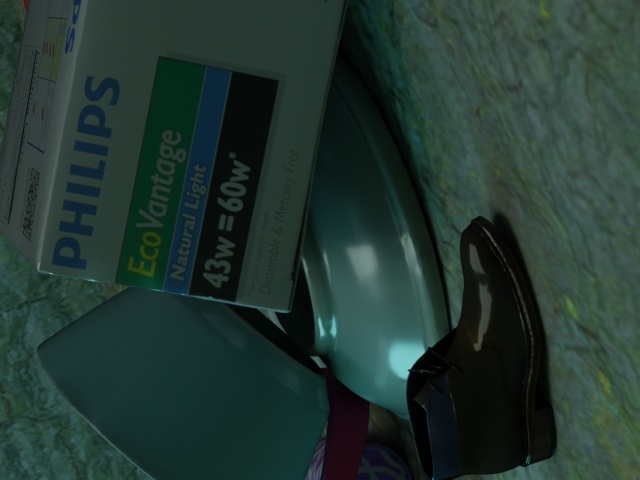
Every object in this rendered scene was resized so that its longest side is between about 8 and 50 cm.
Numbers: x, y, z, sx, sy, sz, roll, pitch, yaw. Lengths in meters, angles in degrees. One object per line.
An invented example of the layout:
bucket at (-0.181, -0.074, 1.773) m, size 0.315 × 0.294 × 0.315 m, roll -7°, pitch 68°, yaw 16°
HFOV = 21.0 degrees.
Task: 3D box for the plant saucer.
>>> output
plant saucer at (0.000, 0.000, 1.707) m, size 0.400 × 0.100 × 0.400 m, roll 162°, pitch 90°, yaw -76°

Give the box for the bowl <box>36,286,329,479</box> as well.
bowl at (-0.111, 0.143, 1.724) m, size 0.311 × 0.163 × 0.311 m, roll 40°, pitch -177°, yaw -2°

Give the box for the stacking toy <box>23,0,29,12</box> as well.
stacking toy at (-0.265, -0.175, 2.078) m, size 0.309 × 0.130 × 0.279 m, roll 63°, pitch 154°, yaw 27°

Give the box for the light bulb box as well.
light bulb box at (-0.144, -0.146, 1.559) m, size 0.361 × 0.225 × 0.358 m, roll -156°, pitch 76°, yaw -71°

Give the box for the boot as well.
boot at (0.116, 0.095, 1.377) m, size 0.082 × 0.106 × 0.219 m, roll -145°, pitch 39°, yaw -66°

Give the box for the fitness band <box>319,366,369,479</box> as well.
fitness band at (-0.022, 0.243, 1.886) m, size 0.291 × 0.054 × 0.209 m, roll 153°, pitch 135°, yaw -71°

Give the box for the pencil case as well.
pencil case at (0.038, 0.264, 1.925) m, size 0.088 × 0.086 × 0.206 m, roll 39°, pitch 170°, yaw -8°
